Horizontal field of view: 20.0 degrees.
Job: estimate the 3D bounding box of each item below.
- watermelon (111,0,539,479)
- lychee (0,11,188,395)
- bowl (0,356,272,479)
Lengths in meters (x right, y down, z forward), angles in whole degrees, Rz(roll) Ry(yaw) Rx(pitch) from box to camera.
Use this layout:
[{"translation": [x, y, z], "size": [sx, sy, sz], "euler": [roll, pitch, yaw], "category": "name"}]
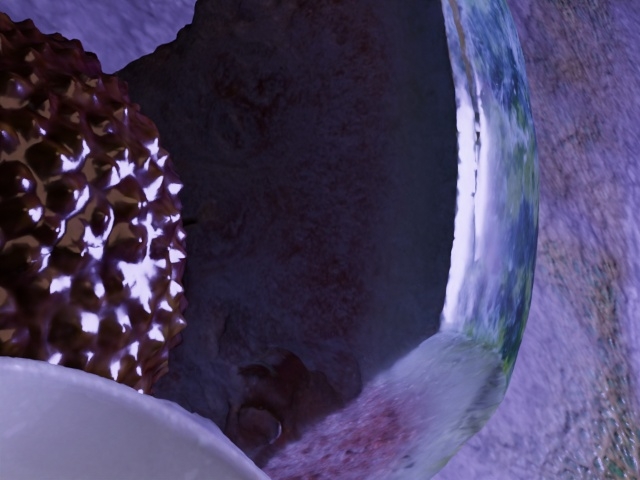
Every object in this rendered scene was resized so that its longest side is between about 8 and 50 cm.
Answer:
[{"translation": [0.000, 0.000, 0.822], "size": [0.231, 0.310, 0.193], "euler": [-18, 66, -18], "category": "watermelon"}, {"translation": [-0.139, 0.006, 0.643], "size": [0.188, 0.188, 0.188], "euler": [34, 34, -27], "category": "lychee"}, {"translation": [-0.094, 0.185, 0.526], "size": [0.277, 0.145, 0.277], "euler": [32, 35, -26], "category": "bowl"}]
